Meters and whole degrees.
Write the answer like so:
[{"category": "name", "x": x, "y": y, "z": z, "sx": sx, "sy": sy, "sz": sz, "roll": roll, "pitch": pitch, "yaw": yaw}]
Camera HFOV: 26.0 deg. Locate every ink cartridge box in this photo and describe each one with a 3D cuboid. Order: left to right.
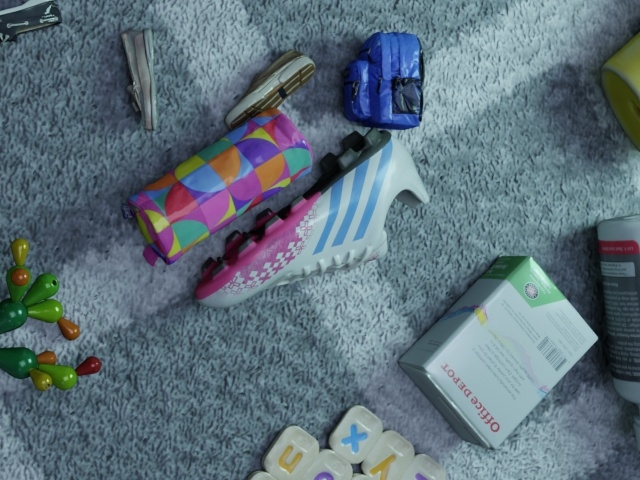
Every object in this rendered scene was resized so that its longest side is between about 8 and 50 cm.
[{"category": "ink cartridge box", "x": 0.232, "y": 0.145, "z": 1.817, "sx": 0.212, "sy": 0.093, "sz": 0.154, "roll": -45, "pitch": 104, "yaw": -16}]

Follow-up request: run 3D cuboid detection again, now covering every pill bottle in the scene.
[{"category": "pill bottle", "x": 0.475, "y": 0.121, "z": 1.863, "sx": 0.176, "sy": 0.176, "sz": 0.319, "roll": -8, "pitch": 94, "yaw": -20}]

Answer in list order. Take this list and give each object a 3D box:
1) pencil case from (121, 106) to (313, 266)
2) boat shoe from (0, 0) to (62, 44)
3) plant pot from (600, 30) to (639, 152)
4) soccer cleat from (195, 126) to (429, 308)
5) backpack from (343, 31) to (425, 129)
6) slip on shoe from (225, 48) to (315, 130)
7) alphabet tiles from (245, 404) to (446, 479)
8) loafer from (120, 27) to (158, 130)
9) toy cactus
[{"category": "pencil case", "x": -0.124, "y": -0.066, "z": 1.680, "sx": 0.236, "sy": 0.104, "sz": 0.104, "roll": -33, "pitch": 102, "yaw": -15}, {"category": "boat shoe", "x": -0.361, "y": -0.249, "z": 1.614, "sx": 0.125, "sy": 0.046, "sz": 0.038, "roll": -27, "pitch": 95, "yaw": -26}, {"category": "plant pot", "x": 0.517, "y": -0.226, "z": 1.851, "sx": 0.239, "sy": 0.254, "sz": 0.254, "roll": -30, "pitch": 101, "yaw": -1}, {"category": "soccer cleat", "x": 0.000, "y": 0.000, "z": 1.715, "sx": 0.331, "sy": 0.116, "sz": 0.143, "roll": -41, "pitch": 104, "yaw": -16}, {"category": "backpack", "x": 0.082, "y": -0.205, "z": 1.752, "sx": 0.101, "sy": 0.098, "sz": 0.120, "roll": 4, "pitch": 90, "yaw": -17}, {"category": "slip on shoe", "x": -0.069, "y": -0.189, "z": 1.728, "sx": 0.135, "sy": 0.051, "sz": 0.041, "roll": -41, "pitch": 64, "yaw": -7}, {"category": "alphabet tiles", "x": 0.028, "y": 0.366, "z": 1.782, "sx": 0.284, "sy": 0.021, "sz": 0.278, "roll": 38, "pitch": 78, "yaw": -17}, {"category": "loafer", "x": -0.218, "y": -0.193, "z": 1.673, "sx": 0.039, "sy": 0.045, "sz": 0.125, "roll": -4, "pitch": 86, "yaw": -4}, {"category": "toy cactus", "x": -0.372, "y": 0.105, "z": 1.595, "sx": 0.180, "sy": 0.112, "sz": 0.219, "roll": -36, "pitch": 112, "yaw": -6}]
